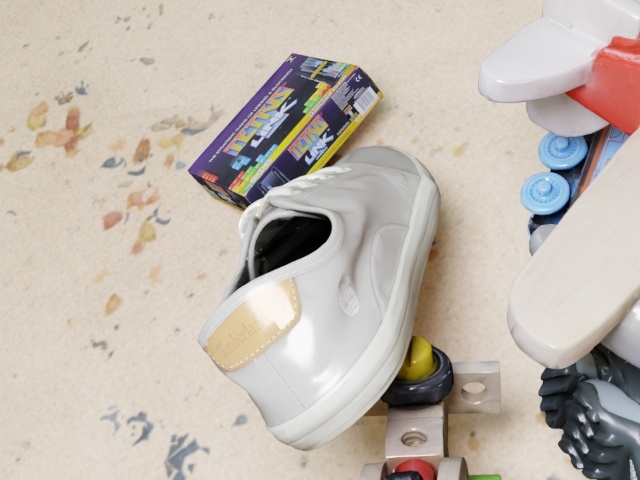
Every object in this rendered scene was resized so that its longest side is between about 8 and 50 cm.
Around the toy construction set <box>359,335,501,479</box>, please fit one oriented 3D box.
[{"bbox_3d":[0.045,0.215,0.942,0.308,0.257,0.237,-27,32,19],"label":"toy construction set"}]

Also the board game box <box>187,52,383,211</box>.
[{"bbox_3d":[-0.037,-0.105,1.254,0.170,0.048,0.141,-50,31,-10],"label":"board game box"}]

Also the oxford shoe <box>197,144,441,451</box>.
[{"bbox_3d":[0.000,0.000,1.021,0.169,0.130,0.449,-42,12,21],"label":"oxford shoe"}]

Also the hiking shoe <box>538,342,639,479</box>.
[{"bbox_3d":[0.278,0.181,0.883,0.132,0.113,0.304,-19,61,-15],"label":"hiking shoe"}]

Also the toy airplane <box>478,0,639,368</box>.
[{"bbox_3d":[0.307,-0.061,0.926,0.386,0.272,0.384,-14,33,7],"label":"toy airplane"}]

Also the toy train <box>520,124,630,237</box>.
[{"bbox_3d":[0.241,-0.058,1.089,0.105,0.080,0.184,13,63,24],"label":"toy train"}]
